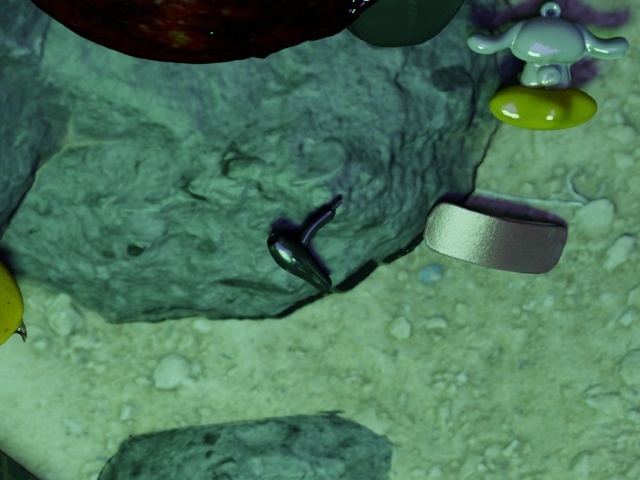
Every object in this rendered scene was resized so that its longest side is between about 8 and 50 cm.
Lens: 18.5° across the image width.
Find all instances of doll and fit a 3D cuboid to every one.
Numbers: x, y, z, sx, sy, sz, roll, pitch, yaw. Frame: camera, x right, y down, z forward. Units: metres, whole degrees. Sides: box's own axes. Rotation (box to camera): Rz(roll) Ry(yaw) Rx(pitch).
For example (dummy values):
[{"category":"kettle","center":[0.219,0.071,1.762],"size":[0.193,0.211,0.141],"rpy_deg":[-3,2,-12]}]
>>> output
[{"category":"doll","center":[0.189,-0.152,1.710],"size":[0.135,0.071,0.113],"rpy_deg":[24,103,-15]}]

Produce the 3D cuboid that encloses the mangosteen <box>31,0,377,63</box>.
[{"category":"mangosteen","center":[-0.079,-0.339,1.410],"size":[0.381,0.381,0.421],"rpy_deg":[-11,92,-4]}]

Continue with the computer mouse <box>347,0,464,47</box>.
[{"category":"computer mouse","center":[0.070,-0.277,1.613],"size":[0.137,0.086,0.270],"rpy_deg":[-4,116,-8]}]

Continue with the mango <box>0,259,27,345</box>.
[{"category":"mango","center":[-0.335,0.034,1.719],"size":[0.187,0.066,0.101],"rpy_deg":[42,103,-16]}]

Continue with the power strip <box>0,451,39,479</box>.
[{"category":"power strip","center":[-0.307,0.214,1.802],"size":[0.029,0.080,0.227],"rpy_deg":[-45,115,8]}]

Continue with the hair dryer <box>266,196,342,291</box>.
[{"category":"hair dryer","center":[0.000,0.000,1.777],"size":[0.083,0.031,0.079],"rpy_deg":[-47,125,6]}]

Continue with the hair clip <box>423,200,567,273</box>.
[{"category":"hair clip","center":[0.162,-0.002,1.802],"size":[0.137,0.022,0.054],"rpy_deg":[12,117,-15]}]
